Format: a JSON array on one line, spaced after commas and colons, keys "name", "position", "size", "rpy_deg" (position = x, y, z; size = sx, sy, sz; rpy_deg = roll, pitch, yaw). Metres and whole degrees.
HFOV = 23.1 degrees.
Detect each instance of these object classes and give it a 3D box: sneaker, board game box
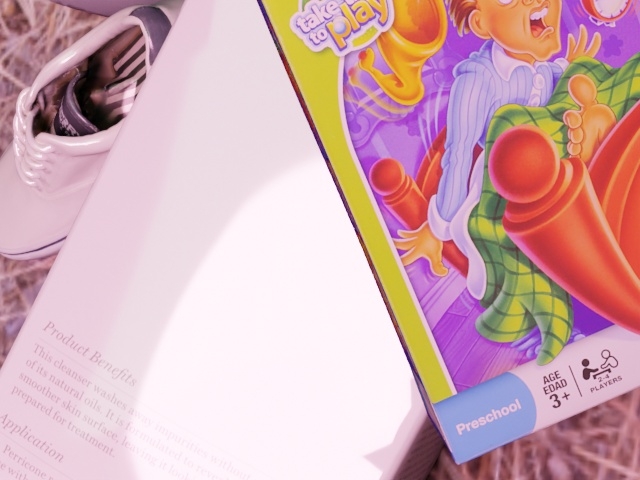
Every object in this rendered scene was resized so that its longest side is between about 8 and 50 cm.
[{"name": "sneaker", "position": [-0.151, -0.072, 0.967], "size": [0.258, 0.091, 0.094], "rpy_deg": [-41, 65, 35]}, {"name": "board game box", "position": [0.168, -0.082, 0.684], "size": [0.347, 0.078, 0.233], "rpy_deg": [-24, 102, 0]}]

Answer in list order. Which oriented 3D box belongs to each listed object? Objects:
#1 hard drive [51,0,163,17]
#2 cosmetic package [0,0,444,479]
[{"name": "hard drive", "position": [-0.071, -0.219, 0.989], "size": [0.255, 0.054, 0.172], "rpy_deg": [11, 88, 30]}, {"name": "cosmetic package", "position": [0.000, 0.000, 0.832], "size": [0.217, 0.156, 0.385], "rpy_deg": [31, 96, 13]}]
